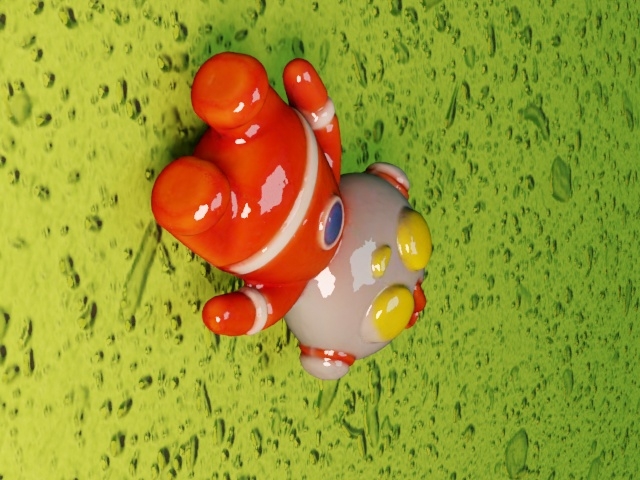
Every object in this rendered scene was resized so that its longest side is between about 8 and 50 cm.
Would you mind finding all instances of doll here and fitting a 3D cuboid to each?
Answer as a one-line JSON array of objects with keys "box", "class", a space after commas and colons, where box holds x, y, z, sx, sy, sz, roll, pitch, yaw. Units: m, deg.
[{"box": [0.000, 0.000, 0.988, 0.336, 0.105, 0.200, 43, 60, -54], "class": "doll"}]
